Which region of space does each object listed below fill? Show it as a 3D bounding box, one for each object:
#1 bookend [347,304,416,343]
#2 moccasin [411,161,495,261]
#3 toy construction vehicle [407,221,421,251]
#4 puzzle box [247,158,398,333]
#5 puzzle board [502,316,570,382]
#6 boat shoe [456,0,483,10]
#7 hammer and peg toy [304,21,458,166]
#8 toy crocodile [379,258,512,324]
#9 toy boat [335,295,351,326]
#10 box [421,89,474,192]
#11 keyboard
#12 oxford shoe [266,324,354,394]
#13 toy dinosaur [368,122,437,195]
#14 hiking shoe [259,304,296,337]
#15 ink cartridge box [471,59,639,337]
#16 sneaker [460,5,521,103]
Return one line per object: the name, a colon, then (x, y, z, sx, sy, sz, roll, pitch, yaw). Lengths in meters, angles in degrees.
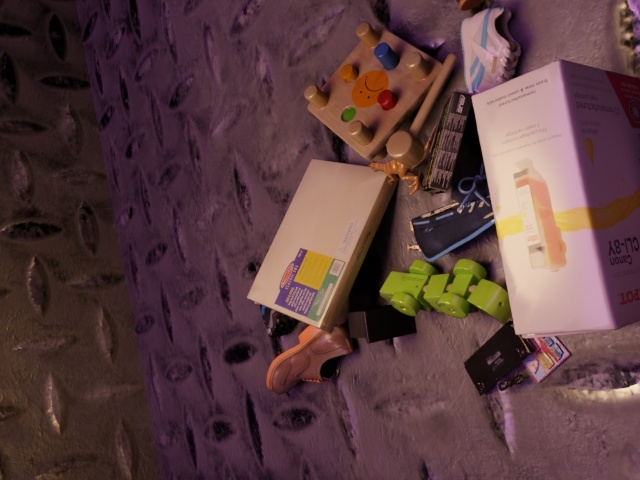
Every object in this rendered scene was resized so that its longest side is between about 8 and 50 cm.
bookend: (0.116, 0.198, 1.449, 0.156, 0.157, 0.072, -13, 83, 50)
moccasin: (0.296, -0.070, 1.200, 0.342, 0.137, 0.117, -38, 81, 42)
toy construction vehicle: (0.235, -0.016, 1.377, 0.098, 0.035, 0.086, 0, 93, 51)
puzzle box: (0.000, 0.000, 1.494, 0.272, 0.052, 0.409, 16, 78, 44)
puzzle board: (0.415, 0.201, 1.195, 0.128, 0.011, 0.096, 56, 133, 32)
boat shoe: (0.334, -0.534, 1.172, 0.207, 0.073, 0.073, -27, 75, 49)
hammer and peg toy: (0.150, -0.308, 1.320, 0.266, 0.127, 0.361, -50, 50, 7)
toy crocodile: (0.260, 0.115, 1.314, 0.340, 0.105, 0.115, -2, 51, 52)
toy boat: (-0.011, 0.118, 1.557, 0.151, 0.151, 0.231, 78, 175, -55)
box: (0.250, -0.190, 1.218, 0.184, 0.045, 0.191, -48, -28, -86)
keyboard: (0.368, 0.253, 1.240, 0.180, 0.023, 0.108, -60, 44, 43)
oxford shoe: (-0.035, 0.350, 1.679, 0.133, 0.130, 0.364, 57, 133, 22)
toy dinosaur: (0.188, -0.163, 1.334, 0.211, 0.064, 0.112, -16, 118, 45)
hiking shoe: (-0.107, 0.149, 1.752, 0.132, 0.113, 0.304, 56, 133, 30)
ink cartridge box: (0.414, -0.060, 0.961, 0.160, 0.279, 0.385, -14, 83, 49)
sneaker: (0.338, -0.338, 1.180, 0.092, 0.087, 0.229, -12, 87, 46)
